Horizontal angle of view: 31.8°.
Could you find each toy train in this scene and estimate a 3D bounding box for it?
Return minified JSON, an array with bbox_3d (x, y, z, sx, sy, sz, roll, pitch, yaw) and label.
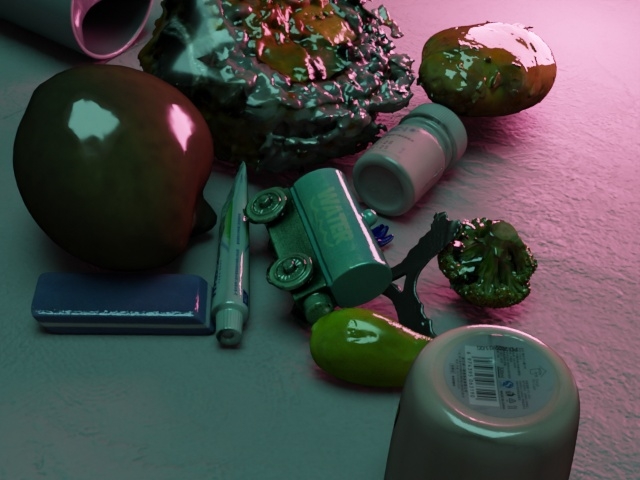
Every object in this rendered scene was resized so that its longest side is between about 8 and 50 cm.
[{"bbox_3d":[0.000,0.000,1.444,0.159,0.101,0.248,-25,42,0],"label":"toy train"}]

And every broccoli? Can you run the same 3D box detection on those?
[{"bbox_3d":[0.216,0.026,1.437,0.131,0.120,0.130,-11,55,-20],"label":"broccoli"}]

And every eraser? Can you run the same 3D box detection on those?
[{"bbox_3d":[-0.243,0.078,1.406,0.225,0.036,0.082,1,41,-4],"label":"eraser"}]

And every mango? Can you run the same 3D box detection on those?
[{"bbox_3d":[0.067,0.130,1.329,0.165,0.091,0.074,9,30,8],"label":"mango"}]

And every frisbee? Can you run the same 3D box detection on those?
[{"bbox_3d":[0.114,0.045,1.417,0.187,0.012,0.211,-48,55,1],"label":"frisbee"}]

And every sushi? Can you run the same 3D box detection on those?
[{"bbox_3d":[-0.057,-0.271,1.683,0.417,0.176,0.418,8,57,-12],"label":"sushi"}]

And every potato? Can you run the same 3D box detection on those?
[{"bbox_3d":[0.253,-0.265,1.730,0.191,0.141,0.296,23,29,24],"label":"potato"}]

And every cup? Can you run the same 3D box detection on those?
[{"bbox_3d":[0.183,0.191,1.180,0.191,0.200,0.253,23,44,22],"label":"cup"},{"bbox_3d":[-0.455,-0.448,1.879,0.312,0.205,0.205,25,45,24],"label":"cup"}]

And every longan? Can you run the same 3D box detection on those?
[{"bbox_3d":[-0.260,-0.092,1.459,0.243,0.300,0.300,-26,27,33],"label":"longan"}]

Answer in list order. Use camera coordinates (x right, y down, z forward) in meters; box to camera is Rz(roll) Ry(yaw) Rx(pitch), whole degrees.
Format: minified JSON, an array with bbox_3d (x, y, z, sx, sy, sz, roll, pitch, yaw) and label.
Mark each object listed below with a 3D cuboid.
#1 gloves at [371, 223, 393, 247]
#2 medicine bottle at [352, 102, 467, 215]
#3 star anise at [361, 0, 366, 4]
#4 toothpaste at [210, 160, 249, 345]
[{"bbox_3d":[0.058,-0.006,1.534,0.086,0.026,0.064,-31,49,-34],"label":"gloves"},{"bbox_3d":[0.128,-0.116,1.611,0.105,0.105,0.168,25,45,23],"label":"medicine bottle"},{"bbox_3d":[-0.056,-0.431,1.960,0.282,0.129,0.212,-2,46,-20],"label":"star anise"},{"bbox_3d":[-0.114,0.016,1.472,0.048,0.075,0.297,15,41,-15],"label":"toothpaste"}]
